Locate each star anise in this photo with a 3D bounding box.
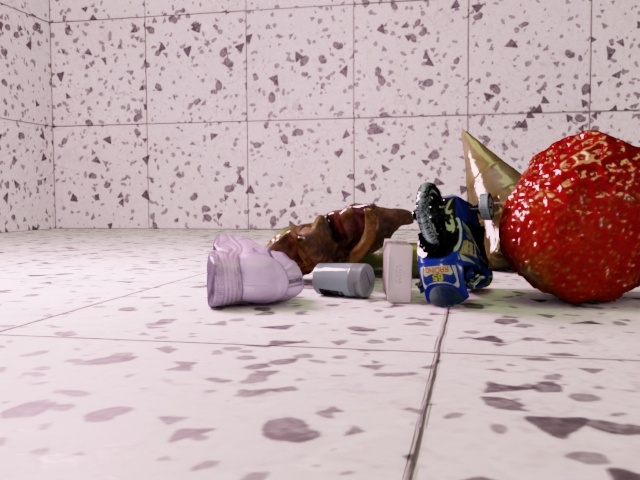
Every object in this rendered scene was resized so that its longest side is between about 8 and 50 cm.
[{"bbox_3d":[0.015,0.008,1.262,0.349,0.109,0.292,-24,-1,36],"label":"star anise"}]

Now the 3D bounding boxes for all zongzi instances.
[{"bbox_3d":[0.447,-0.093,1.507,0.289,0.318,0.154,0,-17,-10],"label":"zongzi"}]

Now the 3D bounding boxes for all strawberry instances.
[{"bbox_3d":[0.387,-0.019,1.058,0.277,0.257,0.257,-40,25,-27],"label":"strawberry"}]

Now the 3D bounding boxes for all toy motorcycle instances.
[{"bbox_3d":[0.198,0.016,1.060,0.113,0.169,0.315,-7,-9,25],"label":"toy motorcycle"}]

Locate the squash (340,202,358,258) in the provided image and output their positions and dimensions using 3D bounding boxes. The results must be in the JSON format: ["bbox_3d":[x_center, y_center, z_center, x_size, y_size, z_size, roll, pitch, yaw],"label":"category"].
[{"bbox_3d":[0.000,0.000,1.622,0.252,0.093,0.169,-4,-40,-51],"label":"squash"}]

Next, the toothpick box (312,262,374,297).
[{"bbox_3d":[0.035,0.060,1.101,0.083,0.052,0.052,0,3,32],"label":"toothpick box"}]

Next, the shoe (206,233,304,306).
[{"bbox_3d":[-0.096,0.045,1.089,0.137,0.095,0.245,3,7,-4],"label":"shoe"}]

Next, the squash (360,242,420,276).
[{"bbox_3d":[0.178,0.036,1.353,0.251,0.066,0.066,2,4,19],"label":"squash"}]

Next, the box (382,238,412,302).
[{"bbox_3d":[0.116,0.043,1.104,0.040,0.084,0.154,-1,4,3],"label":"box"}]

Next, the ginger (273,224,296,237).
[{"bbox_3d":[0.018,-0.001,1.879,0.289,0.089,0.137,-5,21,5],"label":"ginger"}]
